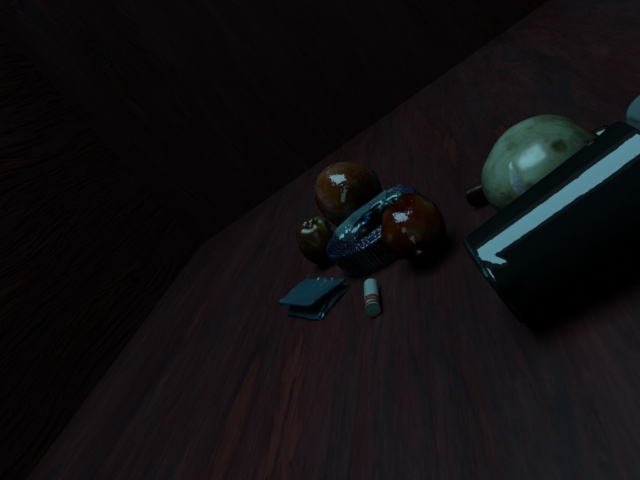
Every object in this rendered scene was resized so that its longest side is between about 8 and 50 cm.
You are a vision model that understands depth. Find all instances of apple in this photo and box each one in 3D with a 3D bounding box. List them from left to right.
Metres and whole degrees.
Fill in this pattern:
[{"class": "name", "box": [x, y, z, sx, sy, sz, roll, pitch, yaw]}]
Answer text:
[{"class": "apple", "box": [-0.007, 0.001, 1.741, 0.147, 0.158, 0.156, -33, 22, 26]}]

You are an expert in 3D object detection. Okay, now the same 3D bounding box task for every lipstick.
[{"class": "lipstick", "box": [0.128, 0.140, 1.293, 0.038, 0.038, 0.130, -34, 17, 16]}, {"class": "lipstick", "box": [0.519, -0.174, 1.256, 0.357, 0.057, 0.057, -26, 21, 37]}]

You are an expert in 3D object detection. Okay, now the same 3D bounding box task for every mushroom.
[{"class": "mushroom", "box": [0.464, -0.155, 1.100, 0.255, 0.184, 0.255, -32, 19, 13]}]

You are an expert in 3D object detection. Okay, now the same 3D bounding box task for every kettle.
[{"class": "kettle", "box": [0.409, -0.029, 0.874, 0.308, 0.203, 0.262, -37, 18, 16]}]

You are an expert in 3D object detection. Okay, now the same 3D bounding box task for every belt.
[{"class": "belt", "box": [0.168, -0.027, 1.517, 0.325, 0.122, 0.260, -36, 23, 19]}]

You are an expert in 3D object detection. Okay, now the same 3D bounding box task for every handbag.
[{"class": "handbag", "box": [-0.022, 0.162, 1.536, 0.144, 0.057, 0.221, -42, 16, -25]}]

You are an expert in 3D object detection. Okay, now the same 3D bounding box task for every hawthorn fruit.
[{"class": "hawthorn fruit", "box": [0.080, -0.157, 1.778, 0.235, 0.263, 0.231, 67, -149, -69]}, {"class": "hawthorn fruit", "box": [0.237, -0.024, 1.287, 0.169, 0.169, 0.188, -36, 31, 10]}]

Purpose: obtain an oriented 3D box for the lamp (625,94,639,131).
[{"class": "lamp", "box": [0.692, -0.235, 0.958, 0.179, 0.108, 0.246, -47, 20, -12]}]
